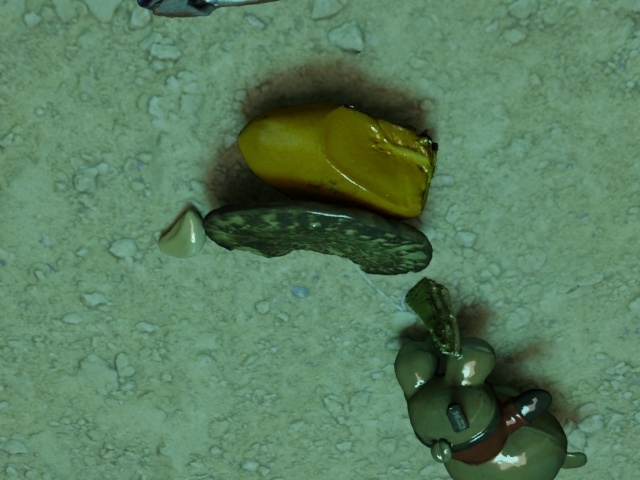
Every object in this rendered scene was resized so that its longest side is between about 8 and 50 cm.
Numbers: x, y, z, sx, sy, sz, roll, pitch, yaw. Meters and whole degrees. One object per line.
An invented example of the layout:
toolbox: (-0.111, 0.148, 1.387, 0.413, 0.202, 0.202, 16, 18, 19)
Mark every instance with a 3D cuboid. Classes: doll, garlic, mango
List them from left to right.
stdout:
garlic: (-0.185, -0.003, 1.212, 0.083, 0.041, 0.053, -35, 113, 30)
mango: (0.021, -0.096, 1.088, 0.252, 0.126, 0.154, 12, 163, -5)
doll: (0.241, 0.278, 1.317, 0.235, 0.174, 0.330, -16, 137, 35)

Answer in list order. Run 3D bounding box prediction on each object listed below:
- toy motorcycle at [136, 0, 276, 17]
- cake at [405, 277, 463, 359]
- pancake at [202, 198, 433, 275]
toy motorcycle: (-0.062, -0.364, 0.908, 0.319, 0.241, 0.182, -21, 82, 21)
cake: (0.168, 0.108, 1.237, 0.051, 0.140, 0.055, 29, 105, -28)
pancake: (0.000, 0.000, 1.144, 0.288, 0.033, 0.286, -2, 164, 33)
